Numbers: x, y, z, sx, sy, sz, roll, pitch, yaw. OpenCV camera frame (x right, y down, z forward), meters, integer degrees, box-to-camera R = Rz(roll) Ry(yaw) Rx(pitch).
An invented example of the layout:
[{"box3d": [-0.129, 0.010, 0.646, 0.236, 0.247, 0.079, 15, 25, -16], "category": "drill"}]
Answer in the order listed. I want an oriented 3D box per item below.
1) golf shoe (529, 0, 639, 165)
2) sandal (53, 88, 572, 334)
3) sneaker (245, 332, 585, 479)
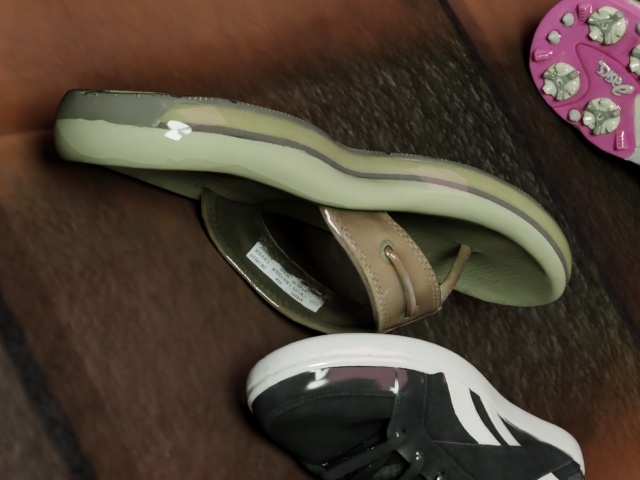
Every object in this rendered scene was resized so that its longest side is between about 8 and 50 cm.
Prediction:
[{"box3d": [0.282, -0.065, 1.115, 0.306, 0.115, 0.140, 49, 25, -1], "category": "golf shoe"}, {"box3d": [-0.002, 0.000, 0.734, 0.302, 0.120, 0.086, 15, 78, -43], "category": "sandal"}, {"box3d": [0.061, 0.125, 0.707, 0.217, 0.079, 0.121, 26, 42, -39], "category": "sneaker"}]
